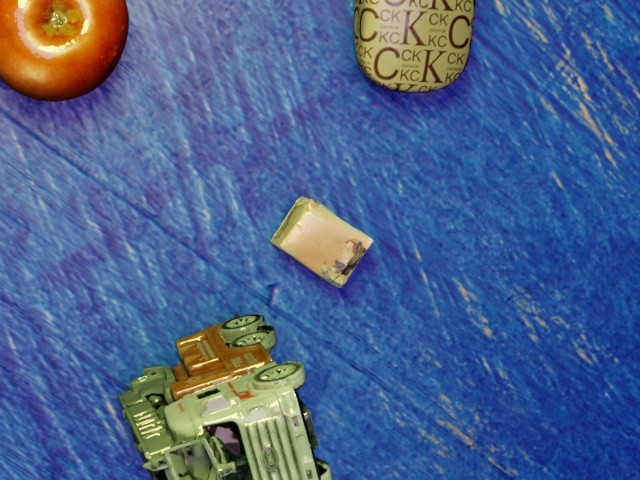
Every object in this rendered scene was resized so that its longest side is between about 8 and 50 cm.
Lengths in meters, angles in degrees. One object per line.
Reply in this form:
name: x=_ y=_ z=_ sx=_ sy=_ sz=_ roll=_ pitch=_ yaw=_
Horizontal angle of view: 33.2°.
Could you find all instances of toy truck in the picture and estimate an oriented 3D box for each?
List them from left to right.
toy truck: x=-0.107 y=0.190 z=1.109 sx=0.184 sy=0.338 sz=0.133 roll=-17 pitch=103 yaw=-11

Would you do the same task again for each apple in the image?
apple: x=-0.275 y=-0.224 z=1.104 sx=0.163 sy=0.139 sz=0.163 roll=-2 pitch=98 yaw=-12

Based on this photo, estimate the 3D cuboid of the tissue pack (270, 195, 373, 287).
tissue pack: x=0.000 y=0.000 z=1.252 sx=0.094 sy=0.059 sz=0.074 roll=32 pitch=92 yaw=-16

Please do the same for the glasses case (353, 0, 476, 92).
glasses case: x=0.110 y=-0.345 z=1.210 sx=0.137 sy=0.085 sz=0.355 roll=-1 pitch=100 yaw=-13
